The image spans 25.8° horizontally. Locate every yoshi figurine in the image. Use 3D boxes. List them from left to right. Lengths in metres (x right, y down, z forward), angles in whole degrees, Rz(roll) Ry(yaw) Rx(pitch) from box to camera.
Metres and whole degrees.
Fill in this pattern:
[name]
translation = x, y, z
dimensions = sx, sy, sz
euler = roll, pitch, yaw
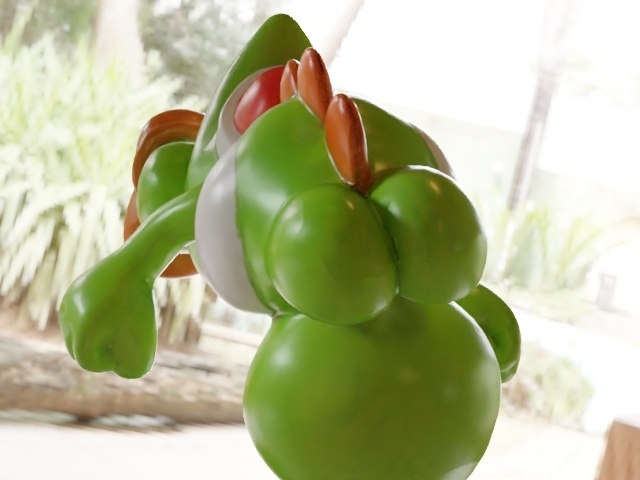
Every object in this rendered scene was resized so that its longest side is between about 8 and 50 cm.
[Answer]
[yoshi figurine]
translation = -0.008, 0.027, 0.692
dimensions = 0.203, 0.203, 0.362
euler = 44, -2, -14
